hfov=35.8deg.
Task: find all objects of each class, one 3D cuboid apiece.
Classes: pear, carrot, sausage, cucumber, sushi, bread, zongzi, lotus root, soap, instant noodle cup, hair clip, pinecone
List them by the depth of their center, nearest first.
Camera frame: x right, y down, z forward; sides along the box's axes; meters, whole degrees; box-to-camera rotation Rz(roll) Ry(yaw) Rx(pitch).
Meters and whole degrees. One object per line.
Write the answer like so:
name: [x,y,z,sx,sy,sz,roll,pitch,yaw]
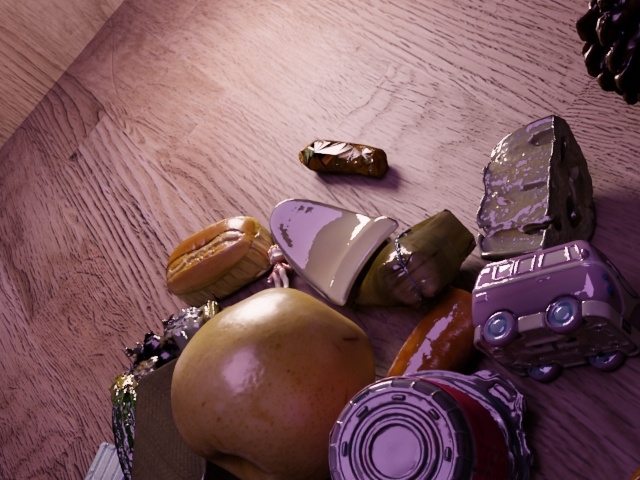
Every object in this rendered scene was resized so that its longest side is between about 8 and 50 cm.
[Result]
instant noodle cup: [0.120,0.275,1.254,0.258,0.181,0.302,31,86,28]
pinecone: [0.505,-0.298,1.400,0.257,0.243,0.243,22,74,22]
sausage: [0.155,0.195,1.433,0.109,0.109,0.270,16,72,52]
lotus root: [0.318,-0.056,1.452,0.119,0.138,0.235,-17,48,45]
pear: [-0.062,0.218,1.482,0.309,0.309,0.309,-28,41,28]
zongzi: [0.104,0.069,1.537,0.256,0.115,0.228,-34,2,28]
cucumber: [-0.319,0.376,1.738,0.077,0.077,0.265,-37,60,18]
hair clip: [0.013,0.011,1.754,0.282,0.113,0.172,28,80,40]
soap: [-0.388,0.473,1.799,0.119,0.066,0.198,-1,58,48]
sushi: [-0.271,0.228,1.843,0.291,0.131,0.139,-35,35,8]
carrot: [0.043,-0.158,1.904,0.229,0.069,0.069,12,68,50]
bread: [-0.203,0.036,1.956,0.236,0.106,0.140,-27,40,28]

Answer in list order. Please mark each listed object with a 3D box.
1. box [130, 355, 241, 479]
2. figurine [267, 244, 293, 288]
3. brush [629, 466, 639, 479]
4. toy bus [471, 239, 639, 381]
box: [-0.204,0.334,1.662,0.184,0.143,0.273,-31,41,25]
figurine: [-0.074,0.056,1.850,0.064,0.047,0.109,-29,44,22]
brush: [0.456,0.202,1.178,0.272,0.013,0.103,-52,35,0]
toy bus: [0.315,0.091,1.318,0.202,0.142,0.142,-18,47,38]
